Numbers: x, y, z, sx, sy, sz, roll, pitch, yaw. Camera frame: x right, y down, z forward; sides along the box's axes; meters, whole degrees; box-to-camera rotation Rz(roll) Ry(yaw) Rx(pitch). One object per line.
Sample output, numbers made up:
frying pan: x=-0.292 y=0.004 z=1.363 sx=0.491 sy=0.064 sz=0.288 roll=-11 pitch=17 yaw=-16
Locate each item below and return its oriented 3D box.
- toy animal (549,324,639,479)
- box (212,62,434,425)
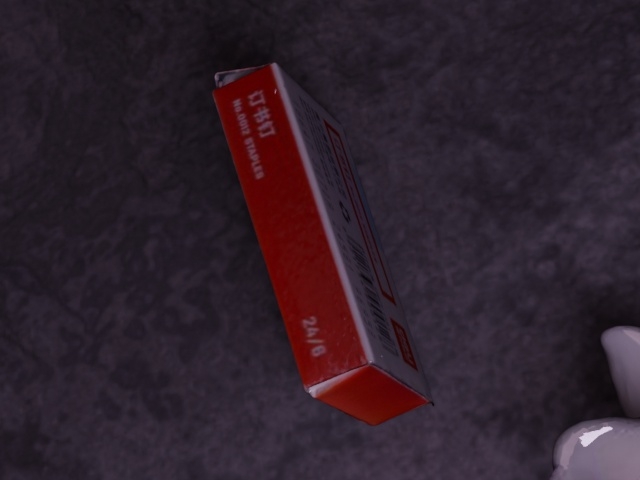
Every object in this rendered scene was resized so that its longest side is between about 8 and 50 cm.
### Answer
toy animal: x=0.282 y=0.161 z=0.857 sx=0.325 sy=0.208 sz=0.154 roll=19 pitch=118 yaw=12
box: x=0.000 y=0.000 z=1.044 sx=0.050 sy=0.123 sz=0.229 roll=-24 pitch=67 yaw=13
